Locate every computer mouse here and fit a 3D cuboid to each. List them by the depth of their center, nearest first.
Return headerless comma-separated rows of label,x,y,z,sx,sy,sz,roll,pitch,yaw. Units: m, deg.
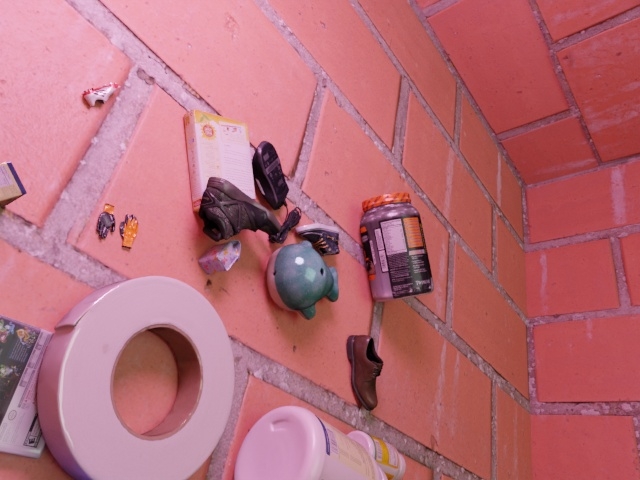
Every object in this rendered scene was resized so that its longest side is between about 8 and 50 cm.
computer mouse,-0.143,-0.118,1.332,0.262,0.060,0.184,68,31,-30

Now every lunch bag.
lunch bag,-0.226,0.035,1.156,0.053,0.071,0.083,58,39,-25

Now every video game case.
video game case,-0.490,0.226,0.789,0.173,0.022,0.191,37,52,-41

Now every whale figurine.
whale figurine,-0.019,0.102,1.346,0.272,0.141,0.217,17,64,-50

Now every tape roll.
tape roll,-0.319,0.261,0.938,0.392,0.072,0.392,23,62,-51

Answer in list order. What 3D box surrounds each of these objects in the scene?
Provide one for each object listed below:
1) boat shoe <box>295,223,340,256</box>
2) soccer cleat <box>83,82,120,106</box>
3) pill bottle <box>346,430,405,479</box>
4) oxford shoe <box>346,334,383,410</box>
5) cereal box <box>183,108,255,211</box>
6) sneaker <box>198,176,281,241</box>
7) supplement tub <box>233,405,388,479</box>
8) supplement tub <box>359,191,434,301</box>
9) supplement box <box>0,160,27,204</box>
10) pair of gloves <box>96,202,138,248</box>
boat shoe,0.000,0.000,1.467,0.183,0.065,0.083,5,73,-53
soccer cleat,-0.442,-0.298,1.024,0.083,0.029,0.036,-41,120,-47
pill bottle,0.151,0.617,1.414,0.208,0.117,0.118,37,51,-40
oxford shoe,0.143,0.395,1.499,0.082,0.096,0.227,-8,87,-55
cereal box,-0.242,-0.184,1.228,0.173,0.047,0.240,4,77,-51
sneaker,-0.192,-0.041,1.165,0.227,0.087,0.130,34,75,-47
supplement tub,-0.008,0.541,1.133,0.325,0.235,0.236,45,46,-34
supplement tub,0.246,0.024,1.664,0.207,0.207,0.338,-1,79,-53
supplement box,-0.528,-0.078,0.787,0.083,0.083,0.056,-34,106,-51
pair of gloves,-0.402,-0.028,0.998,0.083,0.010,0.074,28,57,-44
